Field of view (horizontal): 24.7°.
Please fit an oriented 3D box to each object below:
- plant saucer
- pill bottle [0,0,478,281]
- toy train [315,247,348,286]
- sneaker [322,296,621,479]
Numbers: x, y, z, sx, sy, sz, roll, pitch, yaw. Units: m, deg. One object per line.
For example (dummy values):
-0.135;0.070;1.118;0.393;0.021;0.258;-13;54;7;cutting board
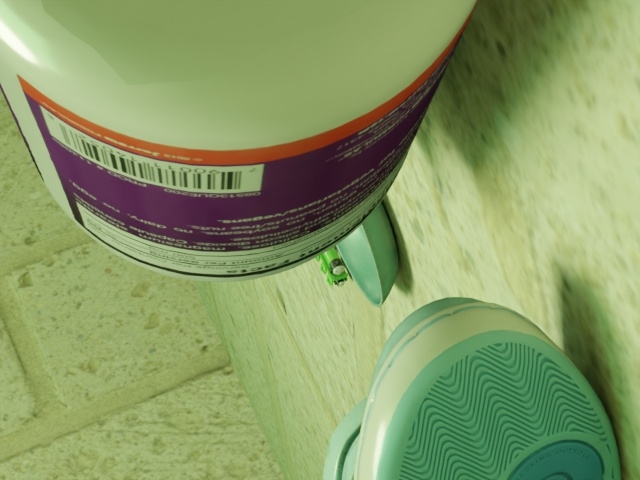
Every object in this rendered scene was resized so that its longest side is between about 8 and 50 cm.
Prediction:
0.022;-0.017;0.913;0.119;0.021;0.119;156;90;-81;plant saucer
-0.040;-0.087;0.582;0.323;0.181;0.181;108;138;-77;pill bottle
0.000;0.000;1.110;0.023;0.017;0.083;94;154;-49;toy train
0.052;0.113;0.721;0.208;0.127;0.319;-125;15;-48;sneaker
